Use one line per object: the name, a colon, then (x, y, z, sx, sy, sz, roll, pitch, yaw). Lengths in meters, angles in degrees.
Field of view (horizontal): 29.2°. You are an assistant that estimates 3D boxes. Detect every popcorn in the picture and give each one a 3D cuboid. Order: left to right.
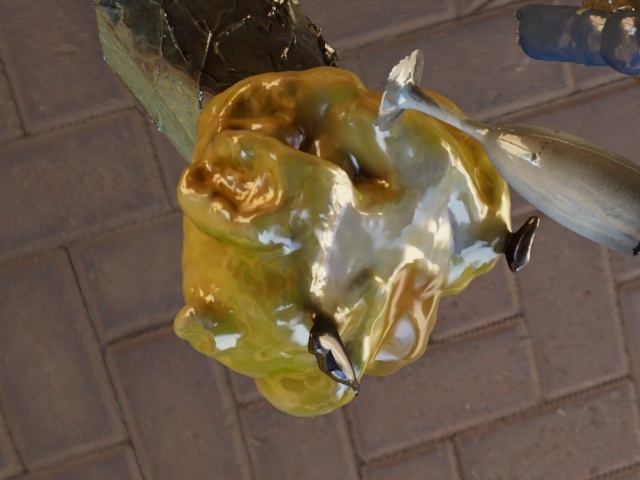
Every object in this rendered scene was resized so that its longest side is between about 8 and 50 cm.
popcorn: (0.000, 0.000, 1.070, 0.315, 0.281, 0.297, 3, 101, -47)

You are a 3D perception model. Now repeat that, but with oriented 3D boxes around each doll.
doll: (0.151, -0.118, 0.711, 0.027, 0.125, 0.037, -18, 112, -25)

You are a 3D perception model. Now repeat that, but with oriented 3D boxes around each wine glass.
wine glass: (0.133, -0.055, 0.806, 0.198, 0.066, 0.066, 31, 90, 19)

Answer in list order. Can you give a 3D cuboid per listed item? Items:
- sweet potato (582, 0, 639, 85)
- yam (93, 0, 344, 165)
sweet potato: (0.313, -0.220, 1.173, 0.341, 0.114, 0.092, 53, 40, -14)
yam: (-0.076, -0.156, 1.244, 0.201, 0.202, 0.271, -31, 83, -13)
